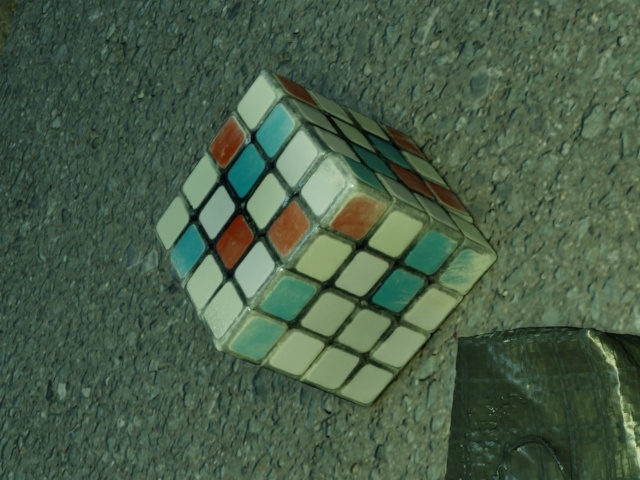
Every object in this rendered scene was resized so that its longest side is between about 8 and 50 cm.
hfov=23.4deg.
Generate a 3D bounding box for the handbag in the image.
[{"bbox_3d":[0.234,0.178,1.598,0.270,0.088,0.175,-9,74,46],"label":"handbag"}]

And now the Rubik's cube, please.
[{"bbox_3d":[0.000,-0.001,1.800,0.256,0.259,0.253,-52,40,18],"label":"Rubik's cube"}]
